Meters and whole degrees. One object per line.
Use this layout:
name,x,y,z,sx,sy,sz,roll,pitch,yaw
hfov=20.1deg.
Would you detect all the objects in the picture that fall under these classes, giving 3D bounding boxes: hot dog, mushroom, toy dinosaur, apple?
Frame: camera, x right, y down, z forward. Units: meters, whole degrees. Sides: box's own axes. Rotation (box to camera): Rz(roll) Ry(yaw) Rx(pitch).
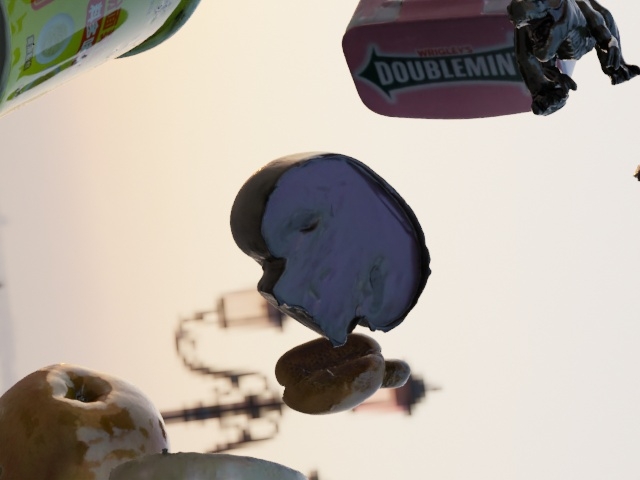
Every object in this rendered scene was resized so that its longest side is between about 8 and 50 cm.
hot dog,0.023,0.142,1.940,0.060,0.140,0.090,72,-5,-51
mushroom,0.000,0.000,1.524,0.141,0.188,0.117,-56,-150,-5
toy dinosaur,0.156,-0.184,1.276,0.187,0.087,0.179,65,2,-86
apple,-0.223,0.199,1.639,0.199,0.199,0.199,174,-90,-80

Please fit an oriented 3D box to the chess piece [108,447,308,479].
chess piece,-0.074,0.278,1.183,0.143,0.143,0.260,110,-19,-67

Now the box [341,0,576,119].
box,0.161,-0.261,1.595,0.369,0.190,0.112,-64,146,-43

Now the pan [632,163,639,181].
pan,0.413,-0.037,1.973,0.040,0.115,0.212,-59,-157,11

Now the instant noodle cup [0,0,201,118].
instant noodle cup,-0.253,-0.222,1.321,0.221,0.311,0.311,-49,149,-46
